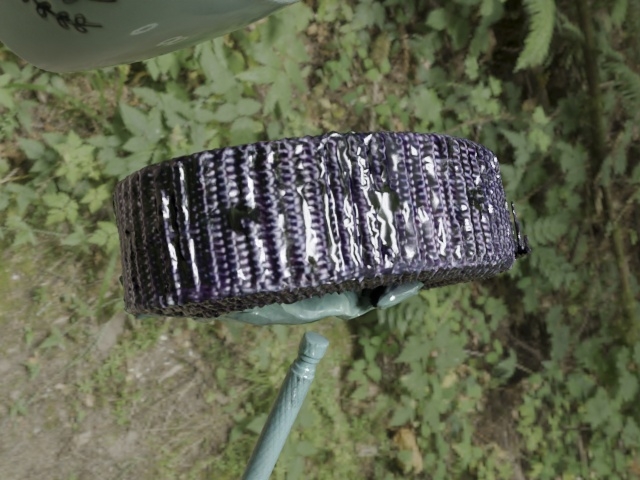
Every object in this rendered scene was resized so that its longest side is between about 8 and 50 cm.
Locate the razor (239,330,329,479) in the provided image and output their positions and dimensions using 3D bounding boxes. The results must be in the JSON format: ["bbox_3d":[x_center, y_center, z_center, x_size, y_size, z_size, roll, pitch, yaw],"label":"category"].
[{"bbox_3d":[-0.044,0.191,0.763,0.068,0.106,0.232,14,110,-29],"label":"razor"}]

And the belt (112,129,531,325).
[{"bbox_3d":[0.000,0.000,0.596,0.325,0.260,0.122,-1,81,-54],"label":"belt"}]

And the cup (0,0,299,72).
[{"bbox_3d":[-0.154,-0.262,0.605,0.186,0.234,0.258,-36,109,-56],"label":"cup"}]
